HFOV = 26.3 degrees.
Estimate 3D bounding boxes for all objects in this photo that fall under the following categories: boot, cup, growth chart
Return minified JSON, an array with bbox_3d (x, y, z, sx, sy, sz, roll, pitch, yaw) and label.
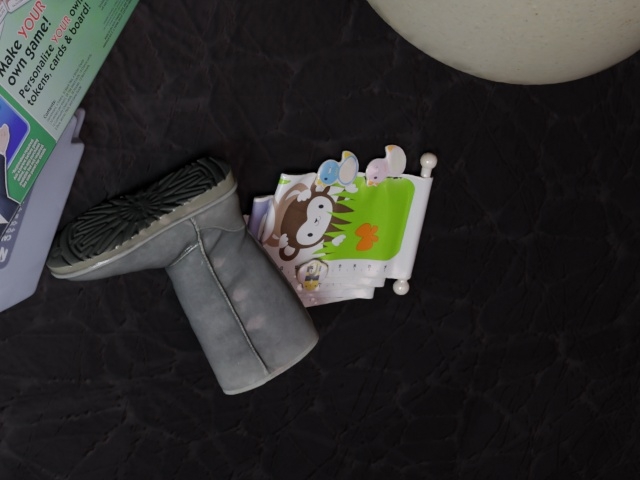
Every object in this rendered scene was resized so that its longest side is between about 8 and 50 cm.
[{"bbox_3d":[-0.115,0.049,1.191,0.189,0.076,0.208,-23,128,-5],"label":"boot"},{"bbox_3d":[0.184,-0.294,0.964,0.331,0.237,0.331,1,85,-13],"label":"cup"},{"bbox_3d":[0.000,0.000,1.273,0.237,0.021,0.172,-12,122,-25],"label":"growth chart"}]

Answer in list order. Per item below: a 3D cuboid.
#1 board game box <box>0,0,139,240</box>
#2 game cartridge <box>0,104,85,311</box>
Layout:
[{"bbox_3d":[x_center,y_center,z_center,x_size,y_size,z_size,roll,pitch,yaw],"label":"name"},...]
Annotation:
[{"bbox_3d":[-0.241,-0.152,0.914,0.213,0.046,0.317,49,54,-39],"label":"board game box"},{"bbox_3d":[-0.305,-0.012,0.996,0.294,0.060,0.196,-9,122,-58],"label":"game cartridge"}]
